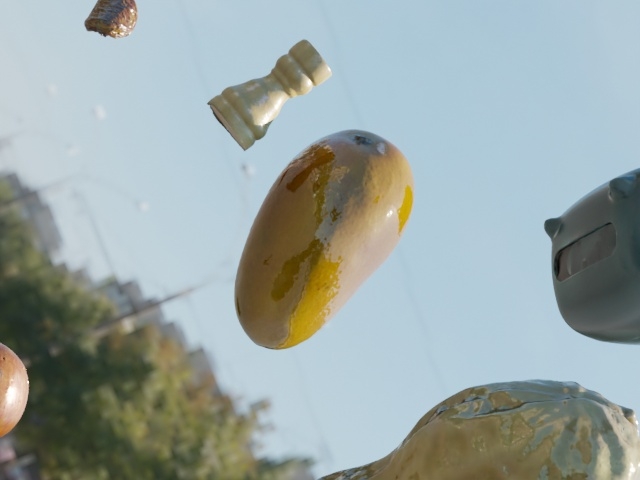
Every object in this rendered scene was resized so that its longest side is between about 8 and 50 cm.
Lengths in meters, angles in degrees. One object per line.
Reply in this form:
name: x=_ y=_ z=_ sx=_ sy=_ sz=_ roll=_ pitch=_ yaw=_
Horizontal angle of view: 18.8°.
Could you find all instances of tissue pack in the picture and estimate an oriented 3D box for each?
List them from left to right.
tissue pack: x=0.402 y=0.019 z=2.355 sx=0.287 sy=0.206 sz=0.198 roll=144 pitch=-48 yaw=-67

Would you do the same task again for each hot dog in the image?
hot dog: x=-0.251 y=-0.267 z=2.311 sx=0.083 sy=0.058 sz=0.035 roll=-68 pitch=167 yaw=-54

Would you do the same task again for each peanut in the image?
peanut: x=0.096 y=0.202 z=1.472 sx=0.149 sy=0.313 sz=0.149 roll=46 pitch=26 yaw=-30

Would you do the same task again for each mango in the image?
mango: x=0.000 y=-0.006 z=2.038 sx=0.139 sy=0.254 sz=0.175 roll=26 pitch=-18 yaw=28

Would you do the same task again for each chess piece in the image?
chess piece: x=-0.050 y=-0.154 z=1.981 sx=0.066 sy=0.122 sz=0.066 roll=50 pitch=-5 yaw=6

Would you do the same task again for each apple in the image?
apple: x=-0.435 y=0.189 z=2.409 sx=0.146 sy=0.146 sz=0.146 roll=158 pitch=-90 yaw=-81
